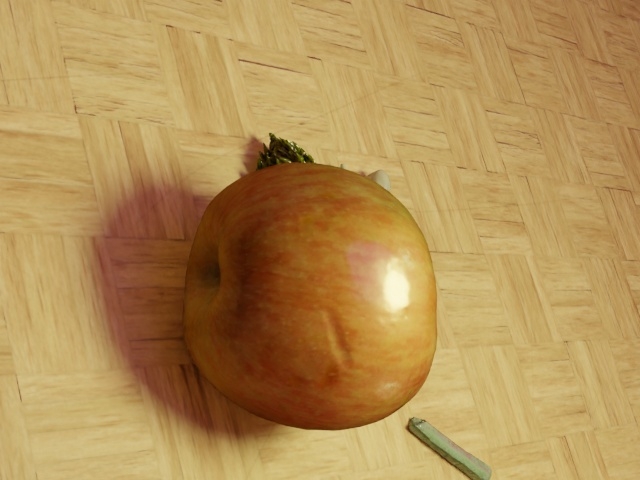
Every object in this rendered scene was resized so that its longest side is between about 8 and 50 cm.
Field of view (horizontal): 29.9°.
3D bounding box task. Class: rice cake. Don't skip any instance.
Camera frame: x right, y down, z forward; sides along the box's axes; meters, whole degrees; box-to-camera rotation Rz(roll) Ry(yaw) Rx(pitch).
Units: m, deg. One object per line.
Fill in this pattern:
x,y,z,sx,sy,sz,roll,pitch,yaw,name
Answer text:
0.231,0.373,2.135,0.207,0.033,0.033,39,52,-26,rice cake

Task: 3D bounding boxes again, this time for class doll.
0.087,-0.073,2.225,0.161,0.059,0.160,41,43,-25,doll

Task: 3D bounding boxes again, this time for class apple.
-0.019,0.080,1.756,0.346,0.391,0.391,7,59,-18,apple

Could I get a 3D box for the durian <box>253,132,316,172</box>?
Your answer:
-0.009,0.006,2.058,0.394,0.163,0.198,58,-2,-12,durian
